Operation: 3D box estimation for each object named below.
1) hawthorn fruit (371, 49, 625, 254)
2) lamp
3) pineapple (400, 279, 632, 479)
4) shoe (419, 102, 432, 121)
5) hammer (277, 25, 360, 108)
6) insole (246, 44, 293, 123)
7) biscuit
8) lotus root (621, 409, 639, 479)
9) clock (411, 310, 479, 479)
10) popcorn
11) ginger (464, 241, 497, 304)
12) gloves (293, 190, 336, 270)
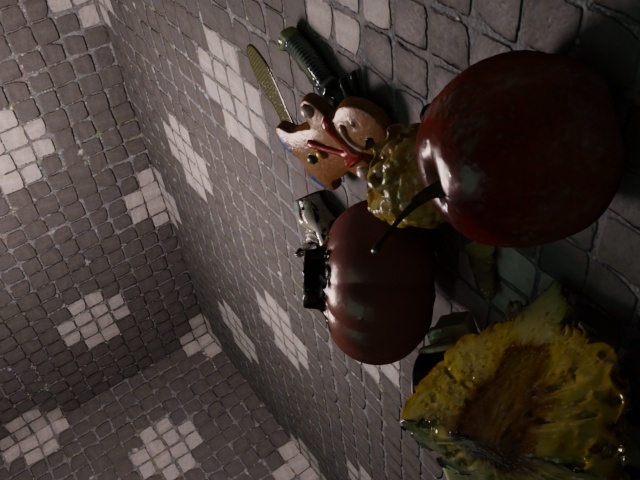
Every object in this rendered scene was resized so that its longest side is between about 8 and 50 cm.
[{"bbox_3d":[0.224,-0.107,0.802,0.231,0.263,0.235,-5,87,44],"label":"hawthorn fruit"},{"bbox_3d":[0.084,0.074,1.250,0.305,0.240,0.305,1,-90,-89],"label":"lamp"},{"bbox_3d":[0.332,0.225,0.988,0.344,0.286,0.209,2,139,48],"label":"pineapple"},{"bbox_3d":[0.210,-0.142,0.997,0.179,0.071,0.049,57,155,21],"label":"shoe"},{"bbox_3d":[-0.004,-0.312,1.296,0.226,0.041,0.159,55,158,15],"label":"hammer"},{"bbox_3d":[-0.106,-0.327,1.560,0.253,0.005,0.086,63,159,-7],"label":"insole"},{"bbox_3d":[0.026,-0.185,1.301,0.205,0.049,0.324,48,153,-18],"label":"biscuit"},{"bbox_3d":[0.508,0.389,0.953,0.390,0.111,0.375,33,144,56],"label":"lotus root"},{"bbox_3d":[0.275,0.340,1.236,0.120,0.276,0.379,-12,106,29],"label":"clock"},{"bbox_3d":[0.145,-0.102,1.103,0.170,0.180,0.180,32,166,-17],"label":"popcorn"},{"bbox_3d":[0.266,0.041,1.139,0.057,0.044,0.137,16,137,37],"label":"ginger"},{"bbox_3d":[0.004,-0.003,1.596,0.127,0.111,0.212,-19,98,44],"label":"gloves"}]
